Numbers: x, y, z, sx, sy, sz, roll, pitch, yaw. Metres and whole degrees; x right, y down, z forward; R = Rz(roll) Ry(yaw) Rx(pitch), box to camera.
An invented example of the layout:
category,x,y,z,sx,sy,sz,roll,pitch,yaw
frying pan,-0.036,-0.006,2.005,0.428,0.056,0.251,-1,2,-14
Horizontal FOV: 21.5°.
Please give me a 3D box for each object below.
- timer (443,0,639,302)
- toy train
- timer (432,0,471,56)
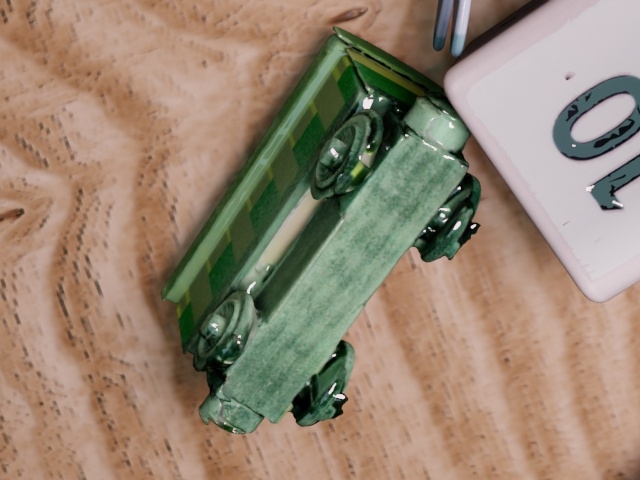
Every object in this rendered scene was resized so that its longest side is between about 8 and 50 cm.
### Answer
category,x,y,z,sx,sy,sz,roll,pitch,yaw
timer,0.222,-0.100,1.186,0.195,0.194,0.192,-34,95,15
toy train,0.000,0.000,1.253,0.120,0.202,0.301,28,109,-21
timer,0.127,-0.271,1.177,0.175,0.175,0.255,-13,97,14
